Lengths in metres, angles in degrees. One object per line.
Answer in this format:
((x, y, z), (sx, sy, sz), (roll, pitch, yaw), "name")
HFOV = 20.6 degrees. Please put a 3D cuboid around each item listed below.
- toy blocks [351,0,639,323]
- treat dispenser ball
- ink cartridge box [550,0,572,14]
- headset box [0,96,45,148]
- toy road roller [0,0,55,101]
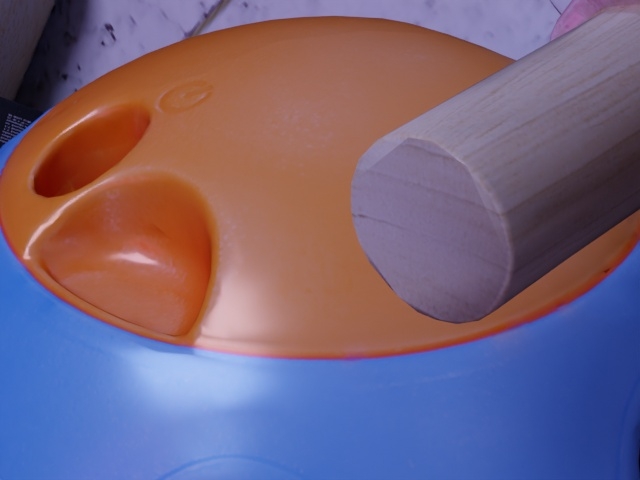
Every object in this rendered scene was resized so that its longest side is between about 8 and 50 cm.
((0.175, -0.130, 0.307), (0.309, 0.260, 0.288), (11, 120, 42), "toy blocks")
((0.003, 0.073, 0.553), (0.288, 0.288, 0.288), (9, 103, 43), "treat dispenser ball")
((0.225, -0.119, 0.448), (0.332, 0.065, 0.165), (-46, 65, 29), "ink cartridge box")
((-0.218, 0.068, 0.809), (0.110, 0.218, 0.293), (-90, 23, -57), "headset box")
((-0.274, -0.187, 0.877), (0.330, 0.240, 0.202), (27, 121, -4), "toy road roller")
